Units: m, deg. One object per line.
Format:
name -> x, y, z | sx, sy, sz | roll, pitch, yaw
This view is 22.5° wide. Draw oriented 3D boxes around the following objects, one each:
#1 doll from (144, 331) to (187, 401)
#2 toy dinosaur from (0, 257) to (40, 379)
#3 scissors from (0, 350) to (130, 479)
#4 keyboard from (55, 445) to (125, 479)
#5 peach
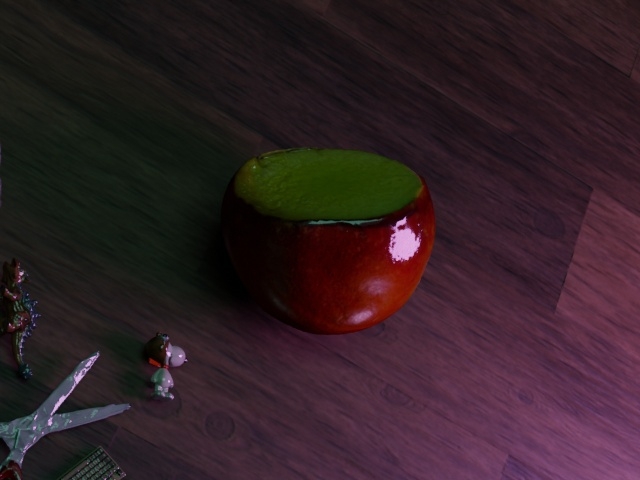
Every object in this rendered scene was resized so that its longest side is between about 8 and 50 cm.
doll -> -0.201, 0.159, 2.026 | 0.058, 0.040, 0.085 | 36, 53, -19
toy dinosaur -> -0.371, 0.095, 1.964 | 0.055, 0.049, 0.154 | 2, 75, -44
scissors -> -0.340, 0.221, 1.922 | 0.248, 0.017, 0.144 | -30, 91, -36
keyboard -> -0.293, 0.298, 1.917 | 0.129, 0.015, 0.049 | -37, 85, -36
peach -> 0.000, 0.000, 2.090 | 0.275, 0.249, 0.245 | 3, 91, -24
